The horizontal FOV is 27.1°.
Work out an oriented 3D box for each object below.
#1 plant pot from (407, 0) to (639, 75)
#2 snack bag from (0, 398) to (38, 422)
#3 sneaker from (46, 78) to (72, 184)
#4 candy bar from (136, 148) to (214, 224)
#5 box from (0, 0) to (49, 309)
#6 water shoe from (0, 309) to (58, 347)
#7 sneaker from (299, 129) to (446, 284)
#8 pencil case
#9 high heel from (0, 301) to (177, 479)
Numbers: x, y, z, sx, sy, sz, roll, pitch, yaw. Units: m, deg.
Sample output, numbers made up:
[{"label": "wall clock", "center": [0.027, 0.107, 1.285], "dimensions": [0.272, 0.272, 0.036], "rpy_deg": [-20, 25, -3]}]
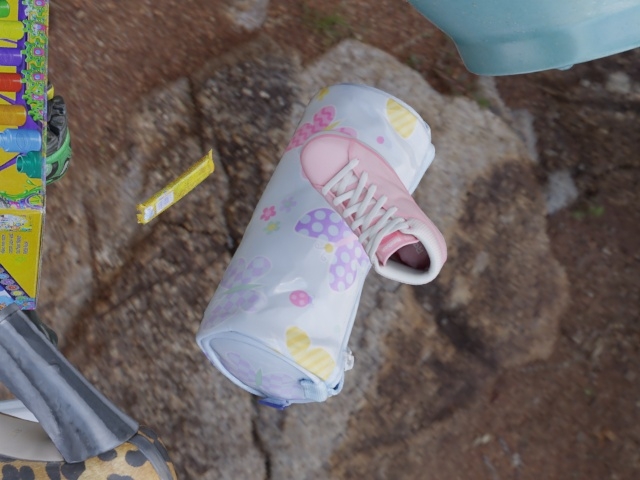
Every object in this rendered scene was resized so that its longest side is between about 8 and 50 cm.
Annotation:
[{"label": "plant pot", "center": [0.151, -0.220, 0.839], "dimensions": [0.293, 0.293, 0.196], "rpy_deg": [-21, 106, -16]}, {"label": "snack bag", "center": [-0.303, 0.300, 1.168], "dimensions": [0.323, 0.037, 0.342], "rpy_deg": [-8, 100, 17]}, {"label": "sneaker", "center": [-0.439, -0.145, 1.500], "dimensions": [0.134, 0.344, 0.146], "rpy_deg": [-60, 168, -25]}, {"label": "candy bar", "center": [-0.205, -0.076, 1.908], "dimensions": [0.161, 0.018, 0.040], "rpy_deg": [-41, 147, -35]}, {"label": "box", "center": [-0.363, -0.112, 1.073], "dimensions": [0.279, 0.290, 0.177], "rpy_deg": [3, 152, -13]}, {"label": "water shoe", "center": [-0.371, 0.062, 1.453], "dimensions": [0.073, 0.080, 0.203], "rpy_deg": [-43, 79, 11]}, {"label": "sneaker", "center": [0.038, -0.021, 0.933], "dimensions": [0.051, 0.070, 0.134], "rpy_deg": [-43, 98, 15]}, {"label": "pencil case", "center": [0.000, 0.000, 1.104], "dimensions": [0.273, 0.124, 0.113], "rpy_deg": [-67, 150, -27]}, {"label": "high heel", "center": [-0.212, 0.181, 0.914], "dimensions": [0.186, 0.093, 0.261], "rpy_deg": [47, 126, 1]}]
